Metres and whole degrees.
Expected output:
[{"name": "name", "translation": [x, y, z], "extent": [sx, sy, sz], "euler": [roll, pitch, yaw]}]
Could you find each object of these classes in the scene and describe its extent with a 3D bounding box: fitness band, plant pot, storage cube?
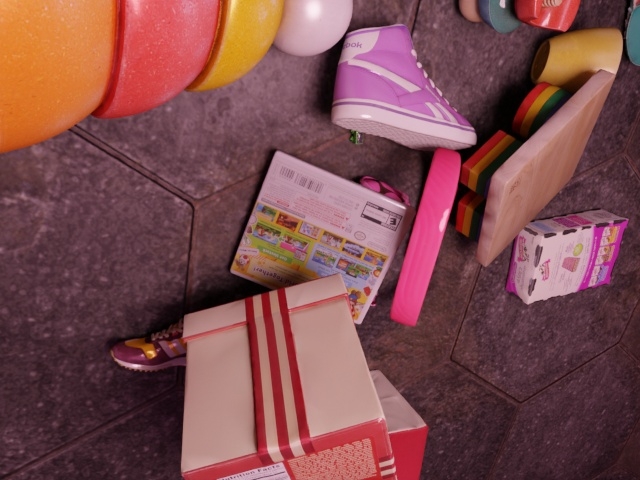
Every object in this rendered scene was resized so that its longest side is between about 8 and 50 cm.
[{"name": "fitness band", "translation": [0.168, -0.003, 0.748], "extent": [0.054, 0.209, 0.291], "euler": [16, 114, 14]}, {"name": "plant pot", "translation": [0.409, -0.288, 0.771], "extent": [0.095, 0.134, 0.134], "euler": [11, 111, 2]}, {"name": "storage cube", "translation": [0.066, 0.385, 0.874], "extent": [0.183, 0.215, 0.193], "euler": [-2, 107, -22]}]

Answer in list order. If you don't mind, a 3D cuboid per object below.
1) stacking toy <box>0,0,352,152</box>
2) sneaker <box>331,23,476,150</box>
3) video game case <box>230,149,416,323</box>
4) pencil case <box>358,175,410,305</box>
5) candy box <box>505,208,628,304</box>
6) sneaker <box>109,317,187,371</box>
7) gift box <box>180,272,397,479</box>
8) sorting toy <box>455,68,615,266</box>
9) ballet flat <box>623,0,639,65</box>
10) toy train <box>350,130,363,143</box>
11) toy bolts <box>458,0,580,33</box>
[{"name": "stacking toy", "translation": [-0.158, -0.268, 0.470], "extent": [0.480, 0.350, 0.351], "euler": [-16, 120, -37]}, {"name": "sneaker", "translation": [0.144, -0.226, 0.692], "extent": [0.282, 0.102, 0.161], "euler": [7, 88, -40]}, {"name": "video game case", "translation": [0.000, 0.000, 0.718], "extent": [0.227, 0.026, 0.206], "euler": [22, 107, -4]}, {"name": "pencil case", "translation": [0.077, 0.005, 0.772], "extent": [0.098, 0.095, 0.209], "euler": [22, 110, 13]}, {"name": "candy box", "translation": [0.516, 0.030, 0.983], "extent": [0.233, 0.071, 0.159], "euler": [-9, 117, -20]}, {"name": "sneaker", "translation": [-0.226, 0.152, 0.729], "extent": [0.185, 0.069, 0.084], "euler": [8, 102, -33]}, {"name": "gift box", "translation": [-0.048, 0.226, 0.643], "extent": [0.255, 0.258, 0.276], "euler": [-11, 130, -4]}, {"name": "sorting toy", "translation": [0.333, -0.121, 0.774], "extent": [0.255, 0.089, 0.257], "euler": [-42, 150, -12]}, {"name": "ballet flat", "translation": [0.577, -0.427, 0.798], "extent": [0.077, 0.091, 0.241], "euler": [-43, 130, -30]}, {"name": "toy train", "translation": [0.058, -0.188, 0.714], "extent": [0.017, 0.024, 0.083], "euler": [-8, 116, -20]}, {"name": "toy bolts", "translation": [0.299, -0.403, 0.653], "extent": [0.218, 0.158, 0.228], "euler": [5, 109, -39]}]
